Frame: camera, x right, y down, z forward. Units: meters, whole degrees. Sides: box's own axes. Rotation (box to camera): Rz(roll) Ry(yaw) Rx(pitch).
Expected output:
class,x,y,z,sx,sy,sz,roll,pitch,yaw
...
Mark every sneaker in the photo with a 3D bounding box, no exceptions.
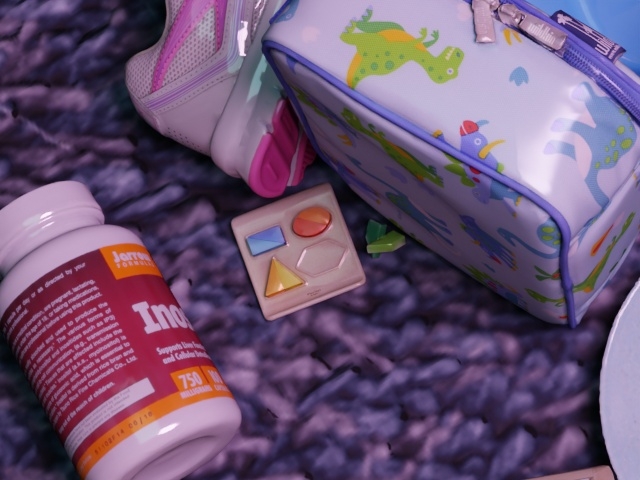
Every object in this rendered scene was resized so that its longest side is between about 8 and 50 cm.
class,x,y,z,sx,sy,sz,roll,pitch,yaw
sneaker,-0.030,-0.154,0.934,0.111,0.103,0.252,18,75,16

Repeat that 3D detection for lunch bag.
class,x,y,z,sx,sy,sz,roll,pitch,yaw
lunch bag,0.066,-0.051,0.827,0.176,0.219,0.090,32,82,17

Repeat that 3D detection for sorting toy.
class,x,y,z,sx,sy,sz,roll,pitch,yaw
sorting toy,0.000,0.000,0.933,0.083,0.012,0.062,-21,72,4

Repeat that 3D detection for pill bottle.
class,x,y,z,sx,sy,sz,roll,pitch,yaw
pill bottle,-0.110,0.049,0.900,0.086,0.086,0.152,-32,73,0

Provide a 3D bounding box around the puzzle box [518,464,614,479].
class,x,y,z,sx,sy,sz,roll,pitch,yaw
puzzle box,0.007,0.229,0.689,0.272,0.409,0.052,-12,111,6

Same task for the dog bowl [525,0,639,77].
class,x,y,z,sx,sy,sz,roll,pitch,yaw
dog bowl,0.132,-0.191,0.883,0.166,0.074,0.297,-27,80,33

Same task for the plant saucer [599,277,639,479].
class,x,y,z,sx,sy,sz,roll,pitch,yaw
plant saucer,0.232,0.076,0.852,0.195,0.037,0.195,-5,71,15
